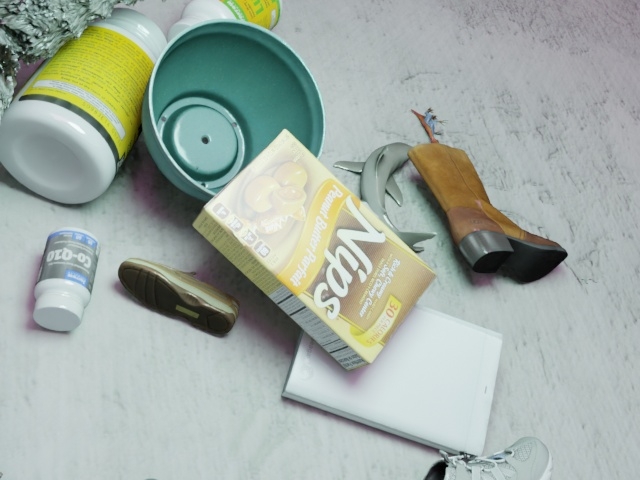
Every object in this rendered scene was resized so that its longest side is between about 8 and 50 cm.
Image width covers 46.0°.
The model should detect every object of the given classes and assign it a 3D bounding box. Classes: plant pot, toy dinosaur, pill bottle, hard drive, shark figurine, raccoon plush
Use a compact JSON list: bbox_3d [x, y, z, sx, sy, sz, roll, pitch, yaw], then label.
[{"bbox_3d":[-0.165,-0.184,1.234,0.293,0.196,0.293,6,78,-29],"label":"plant pot"},{"bbox_3d":[0.229,-0.235,1.580,0.090,0.047,0.082,2,54,24],"label":"toy dinosaur"},{"bbox_3d":[-0.371,-0.234,1.235,0.188,0.188,0.334,20,49,-4],"label":"pill bottle"},{"bbox_3d":[0.116,0.188,1.151,0.307,0.040,0.203,20,63,-5],"label":"hard drive"},{"bbox_3d":[-0.364,0.055,1.078,0.078,0.078,0.137,9,50,-14],"label":"pill bottle"},{"bbox_3d":[0.119,-0.107,1.374,0.166,0.116,0.278,8,49,-13],"label":"shark figurine"},{"bbox_3d":[-0.350,-0.329,1.119,0.299,0.216,0.446,1,74,-6],"label":"raccoon plush"},{"bbox_3d":[-0.191,-0.434,1.500,0.136,0.136,0.245,33,49,7],"label":"pill bottle"}]

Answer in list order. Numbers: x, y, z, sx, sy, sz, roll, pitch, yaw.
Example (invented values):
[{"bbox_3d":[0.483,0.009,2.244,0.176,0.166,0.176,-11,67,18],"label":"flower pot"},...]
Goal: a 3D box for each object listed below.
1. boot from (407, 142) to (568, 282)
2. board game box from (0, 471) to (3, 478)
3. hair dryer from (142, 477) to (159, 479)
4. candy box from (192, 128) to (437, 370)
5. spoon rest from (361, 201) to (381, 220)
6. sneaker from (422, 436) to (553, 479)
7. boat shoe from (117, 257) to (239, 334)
[{"bbox_3d":[0.311,-0.056,1.411,0.264,0.096,0.280,1,48,-31],"label":"boot"},{"bbox_3d":[-0.504,0.288,0.708,0.232,0.141,0.291,31,79,8],"label":"board game box"},{"bbox_3d":[-0.215,0.418,0.841,0.224,0.080,0.293,-12,58,-29],"label":"hair dryer"},{"bbox_3d":[-0.005,0.015,1.097,0.316,0.087,0.183,43,64,-4],"label":"candy box"},{"bbox_3d":[0.000,0.000,1.258,0.276,0.084,0.137,-29,69,-37],"label":"spoon rest"},{"bbox_3d":[0.211,0.332,1.039,0.281,0.105,0.115,-23,83,-33],"label":"sneaker"},{"bbox_3d":[-0.211,0.074,1.140,0.190,0.068,0.072,31,35,-8],"label":"boat shoe"}]
